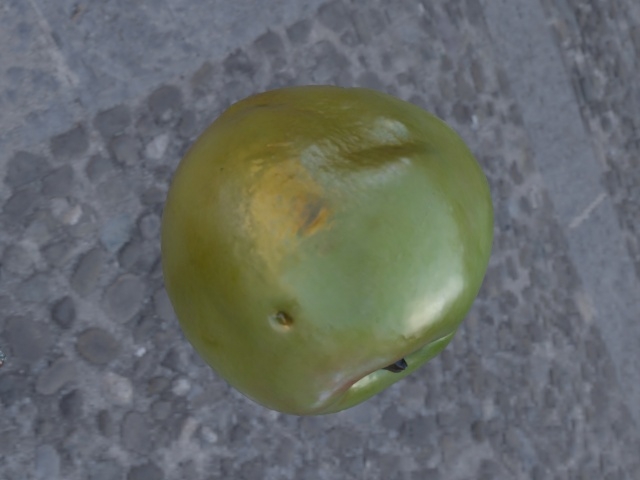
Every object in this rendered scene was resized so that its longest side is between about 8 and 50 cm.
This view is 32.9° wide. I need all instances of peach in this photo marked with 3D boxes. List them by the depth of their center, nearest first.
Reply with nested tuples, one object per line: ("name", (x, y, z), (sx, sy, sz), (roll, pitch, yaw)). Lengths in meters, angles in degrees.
("peach", (-0.001, 0.006, 1.042), (0.314, 0.281, 0.315), (-31, 61, -30))

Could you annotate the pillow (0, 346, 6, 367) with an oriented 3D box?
("pillow", (-0.460, 0.107, 1.179), (0.171, 0.179, 0.075), (56, 27, -47))
